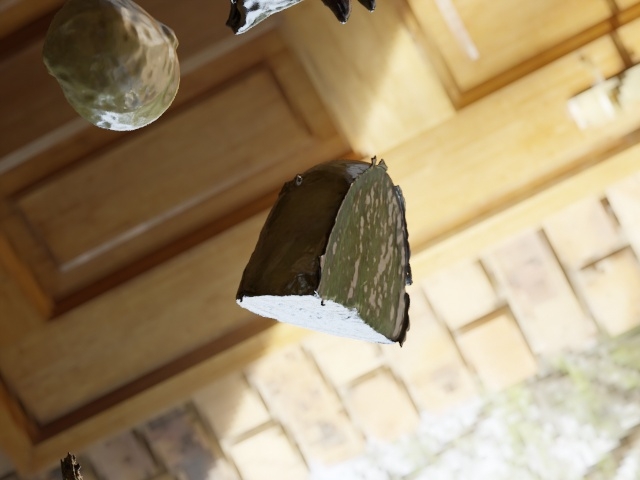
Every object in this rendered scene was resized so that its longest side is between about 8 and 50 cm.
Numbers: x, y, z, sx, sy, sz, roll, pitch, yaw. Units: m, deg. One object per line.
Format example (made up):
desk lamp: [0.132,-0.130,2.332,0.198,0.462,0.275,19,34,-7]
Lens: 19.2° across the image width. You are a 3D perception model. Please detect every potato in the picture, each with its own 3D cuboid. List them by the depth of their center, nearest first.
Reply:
potato: [0.000,0.000,1.475,0.243,0.098,0.138,36,-120,-69]

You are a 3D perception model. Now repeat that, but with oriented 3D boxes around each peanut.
peanut: [-0.206,-0.178,1.854,0.159,0.109,0.140,18,-146,-54]

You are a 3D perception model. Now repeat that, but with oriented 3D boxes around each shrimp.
shrimp: [-0.229,0.261,1.797,0.083,0.023,0.114,106,150,-69]

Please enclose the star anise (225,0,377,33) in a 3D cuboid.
star anise: [-0.006,-0.298,1.537,0.109,0.292,0.349,16,-171,-41]
